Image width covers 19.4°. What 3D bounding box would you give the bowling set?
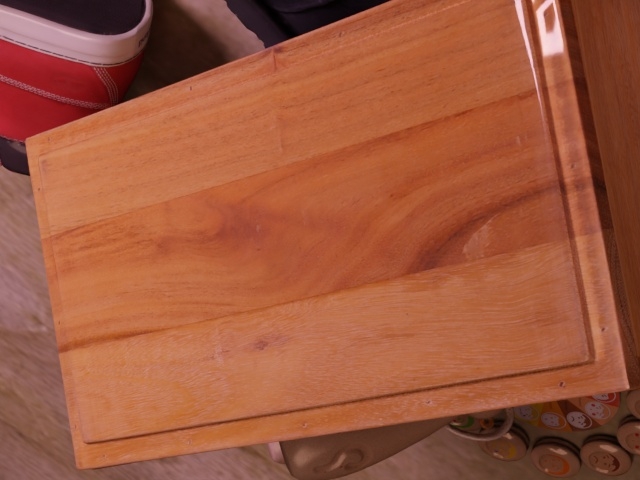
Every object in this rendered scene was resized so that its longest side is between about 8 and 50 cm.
[{"bbox_3d":[0.029,0.074,1.224,0.154,0.200,0.287,-18,130,-8],"label":"bowling set"}]

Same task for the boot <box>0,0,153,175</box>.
[{"bbox_3d":[-0.235,-0.122,1.160,0.244,0.088,0.176,22,142,-3],"label":"boot"}]

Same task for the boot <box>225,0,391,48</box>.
[{"bbox_3d":[0.009,-0.192,0.952,0.207,0.094,0.246,-15,134,41],"label":"boot"}]

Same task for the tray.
[{"bbox_3d":[0.000,0.000,0.984,0.411,0.076,0.203,-15,84,45],"label":"tray"}]

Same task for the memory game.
[{"bbox_3d":[0.153,0.102,1.270,0.186,0.012,0.186,14,139,12],"label":"memory game"}]
